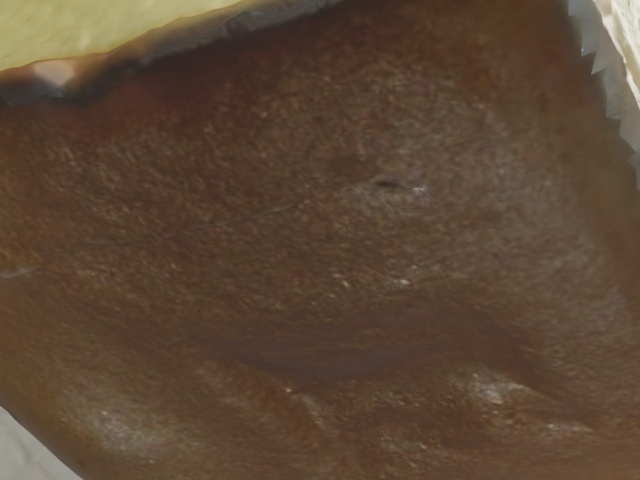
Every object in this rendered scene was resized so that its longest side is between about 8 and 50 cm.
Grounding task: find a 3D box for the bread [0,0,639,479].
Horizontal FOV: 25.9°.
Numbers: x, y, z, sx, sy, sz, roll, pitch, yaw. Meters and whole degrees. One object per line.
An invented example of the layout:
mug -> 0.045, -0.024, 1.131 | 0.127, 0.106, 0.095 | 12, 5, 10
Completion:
bread -> 0.000, 0.000, 0.579 | 0.333, 0.323, 0.143 | 52, 34, -41
